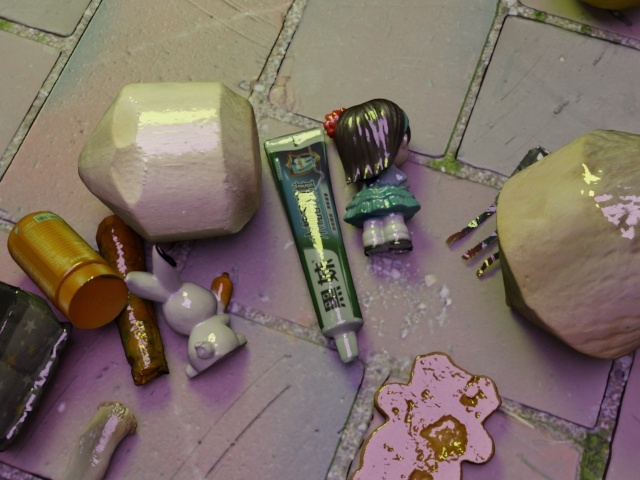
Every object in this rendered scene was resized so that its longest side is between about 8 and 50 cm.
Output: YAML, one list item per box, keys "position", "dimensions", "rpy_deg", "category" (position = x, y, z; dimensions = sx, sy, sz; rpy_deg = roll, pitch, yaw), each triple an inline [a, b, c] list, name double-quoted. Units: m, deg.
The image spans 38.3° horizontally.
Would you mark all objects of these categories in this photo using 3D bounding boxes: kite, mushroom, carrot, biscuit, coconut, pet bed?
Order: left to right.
- position: [-0.460, 0.171, 1.287]
  dimensions: [0.183, 0.159, 0.211]
  rpy_deg: [8, 64, 31]
  category: "pet bed"
- position: [-0.325, 0.317, 1.275]
  dimensions: [0.059, 0.054, 0.202]
  rpy_deg: [24, 75, 17]
  category: "mushroom"
- position: [-0.276, 0.085, 1.354]
  dimensions: [0.070, 0.070, 0.260]
  rpy_deg: [-15, 69, -5]
  category: "carrot"
- position: [-0.218, -0.114, 1.346]
  dimensions: [0.266, 0.237, 0.237]
  rpy_deg: [0, 67, -3]
  category: "coconut"
- position: [0.146, 0.279, 1.285]
  dimensions: [0.184, 0.035, 0.249]
  rpy_deg: [26, 71, 12]
  category: "biscuit"
- position: [0.308, -0.042, 1.427]
  dimensions: [0.245, 0.015, 0.141]
  rpy_deg: [-37, 69, -14]
  category: "kite"
- position: [0.380, 0.016, 1.272]
  dimensions: [0.329, 0.329, 0.328]
  rpy_deg: [0, 68, 1]
  category: "coconut"

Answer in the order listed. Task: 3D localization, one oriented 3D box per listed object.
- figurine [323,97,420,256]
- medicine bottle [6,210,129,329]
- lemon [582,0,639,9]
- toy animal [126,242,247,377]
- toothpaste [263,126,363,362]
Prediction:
- position: [0.078, -0.100, 1.410]
  dimensions: [0.138, 0.110, 0.245]
  rpy_deg: [-11, 73, 16]
  category: "figurine"
- position: [-0.367, 0.039, 1.330]
  dimensions: [0.096, 0.096, 0.192]
  rpy_deg: [-43, 52, -15]
  category: "medicine bottle"
- position: [0.488, -0.508, 1.499]
  dimensions: [0.228, 0.228, 0.253]
  rpy_deg: [11, 72, 5]
  category: "lemon"
- position: [-0.183, 0.090, 1.326]
  dimensions: [0.131, 0.127, 0.181]
  rpy_deg: [-34, 82, -6]
  category: "toy animal"
- position: [0.000, 0.000, 1.389]
  dimensions: [0.099, 0.061, 0.392]
  rpy_deg: [-14, 66, -2]
  category: "toothpaste"
